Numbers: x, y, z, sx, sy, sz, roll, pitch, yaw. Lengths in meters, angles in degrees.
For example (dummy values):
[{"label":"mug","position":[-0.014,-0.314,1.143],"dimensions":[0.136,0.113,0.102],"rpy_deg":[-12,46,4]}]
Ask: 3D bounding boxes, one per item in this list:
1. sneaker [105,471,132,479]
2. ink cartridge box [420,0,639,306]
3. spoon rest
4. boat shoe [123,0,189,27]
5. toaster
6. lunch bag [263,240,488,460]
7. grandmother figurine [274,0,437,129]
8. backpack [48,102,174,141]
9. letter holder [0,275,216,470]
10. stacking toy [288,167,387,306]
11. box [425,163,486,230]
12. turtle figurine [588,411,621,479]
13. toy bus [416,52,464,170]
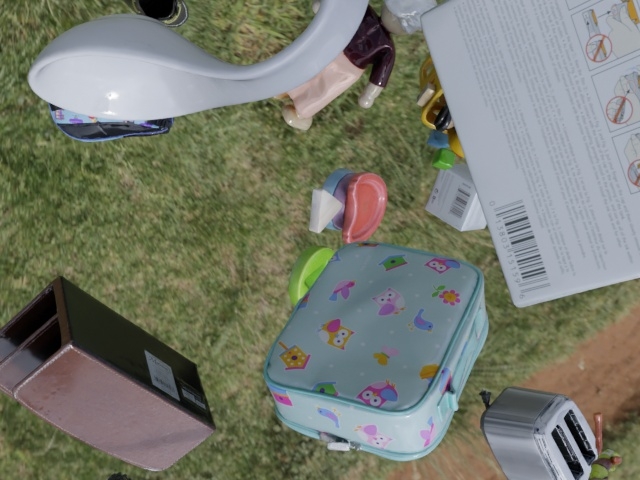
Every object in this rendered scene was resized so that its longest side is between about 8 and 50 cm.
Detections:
[{"label":"sneaker","position":[-0.366,0.510,1.508],"dimensions":[0.086,0.237,0.085],"rpy_deg":[-34,128,28]},{"label":"ink cartridge box","position":[0.225,-0.105,0.712],"dimensions":[0.060,0.239,0.275],"rpy_deg":[-14,85,-49]},{"label":"spoon rest","position":[-0.093,-0.134,0.644],"dimensions":[0.137,0.276,0.084],"rpy_deg":[20,59,-57]},{"label":"boat shoe","position":[-0.278,-0.401,1.486],"dimensions":[0.069,0.228,0.081],"rpy_deg":[43,99,15]},{"label":"toaster","position":[0.386,0.347,1.537],"dimensions":[0.129,0.146,0.227],"rpy_deg":[-38,108,-31]},{"label":"lunch bag","position":[0.077,0.129,1.053],"dimensions":[0.279,0.224,0.108],"rpy_deg":[-56,149,-41]},{"label":"grandmother figurine","position":[0.055,-0.338,1.537],"dimensions":[0.342,0.104,0.208],"rpy_deg":[-29,100,34]},{"label":"backpack","position":[-0.311,-0.226,1.300],"dimensions":[0.173,0.117,0.158],"rpy_deg":[-9,108,-3]},{"label":"letter holder","position":[-0.345,0.234,1.312],"dimensions":[0.214,0.152,0.302],"rpy_deg":[-40,130,9]},{"label":"stacking toy","position":[0.000,0.000,1.768],"dimensions":[0.279,0.130,0.309],"rpy_deg":[-3,107,-56]},{"label":"box","position":[0.279,-0.085,1.717],"dimensions":[0.087,0.102,0.101],"rpy_deg":[-6,123,-45]},{"label":"turtle figurine","position":[0.378,0.378,1.168],"dimensions":[0.087,0.217,0.269],"rpy_deg":[14,91,-25]},{"label":"toy bus","position":[0.201,-0.212,1.347],"dimensions":[0.104,0.202,0.191],"rpy_deg":[19,91,-17]}]
